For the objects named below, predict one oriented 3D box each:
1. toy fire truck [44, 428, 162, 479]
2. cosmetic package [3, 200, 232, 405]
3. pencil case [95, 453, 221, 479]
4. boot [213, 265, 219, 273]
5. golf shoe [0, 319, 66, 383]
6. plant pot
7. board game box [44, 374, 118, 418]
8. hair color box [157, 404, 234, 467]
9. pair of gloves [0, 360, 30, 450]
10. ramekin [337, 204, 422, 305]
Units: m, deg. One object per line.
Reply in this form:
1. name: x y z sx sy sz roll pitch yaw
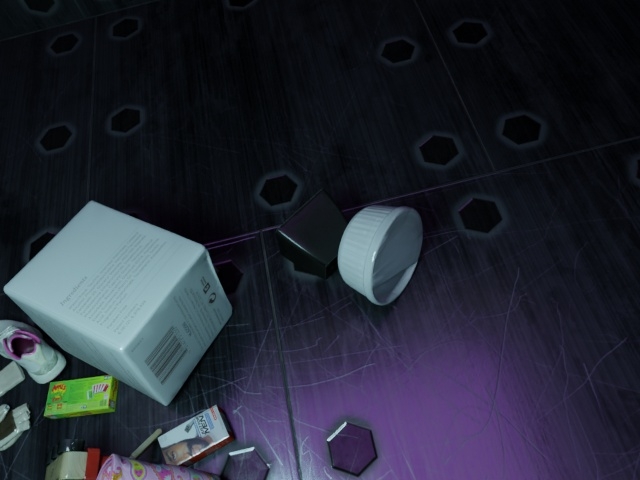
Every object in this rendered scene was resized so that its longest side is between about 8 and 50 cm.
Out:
1. toy fire truck: -0.534 0.551 1.330 0.246 0.217 0.158 15 53 -30
2. cosmetic package: -0.508 0.161 1.427 0.393 0.329 0.327 20 57 20
3. pencil case: -0.363 0.570 1.226 0.124 0.284 0.124 -40 37 38
4. boot: -0.392 0.078 1.637 0.158 0.059 0.084 33 75 24
5. golf shoe: -0.854 0.285 1.534 0.306 0.140 0.115 21 56 27
6. plant pot: 0.000 0.000 1.551 0.188 0.187 0.167 -42 74 -15
7. board game box: -0.653 0.429 1.480 0.181 0.043 0.092 -8 58 5
8. hair color box: -0.316 0.504 1.373 0.167 0.053 0.093 -29 60 -7
9. pair of gloves: -0.914 0.474 1.500 0.204 0.042 0.240 -30 59 -8
10. ramekin: 0.158 0.029 1.460 0.127 0.273 0.273 19 64 33
